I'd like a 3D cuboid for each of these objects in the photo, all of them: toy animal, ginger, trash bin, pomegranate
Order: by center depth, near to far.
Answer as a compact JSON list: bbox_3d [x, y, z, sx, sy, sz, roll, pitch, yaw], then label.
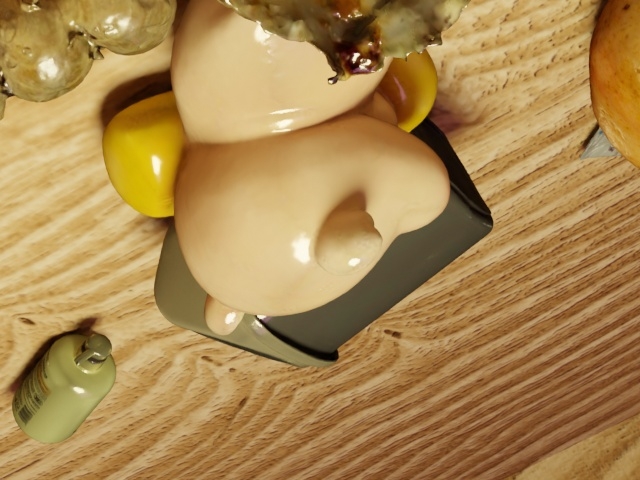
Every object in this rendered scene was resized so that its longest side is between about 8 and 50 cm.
[{"bbox_3d":[-0.199,-0.139,1.170,0.204,0.080,0.104,-25,163,0],"label":"ginger"},{"bbox_3d":[0.008,-0.069,1.299,0.277,0.247,0.345,-6,151,-33],"label":"toy animal"},{"bbox_3d":[0.350,-0.148,1.507,0.215,0.215,0.215,-20,157,-9],"label":"pomegranate"},{"bbox_3d":[0.000,0.000,1.544,0.290,0.182,0.209,-35,154,13],"label":"trash bin"}]

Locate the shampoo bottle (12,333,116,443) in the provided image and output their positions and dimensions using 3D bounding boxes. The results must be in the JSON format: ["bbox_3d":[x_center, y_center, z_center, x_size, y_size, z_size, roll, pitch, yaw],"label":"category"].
[{"bbox_3d":[-0.264,0.148,1.736,0.079,0.079,0.162,-4,150,-38],"label":"shampoo bottle"}]

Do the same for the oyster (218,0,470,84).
[{"bbox_3d":[0.069,-0.253,0.953,0.337,0.133,0.198,-42,142,11],"label":"oyster"}]

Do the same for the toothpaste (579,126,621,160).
[{"bbox_3d":[0.434,-0.136,1.806,0.299,0.073,0.114,-7,154,-19],"label":"toothpaste"}]
